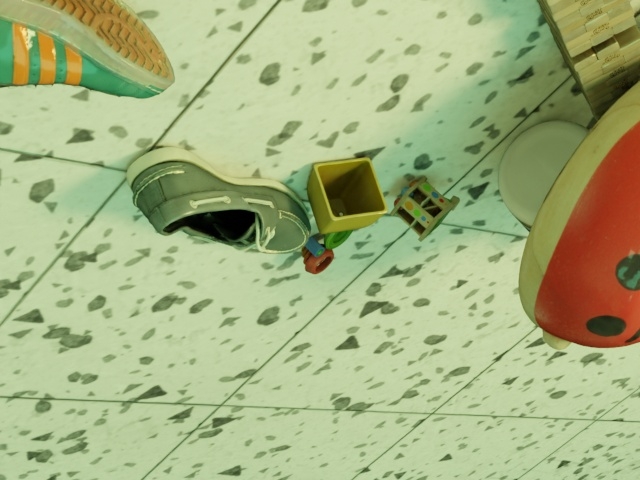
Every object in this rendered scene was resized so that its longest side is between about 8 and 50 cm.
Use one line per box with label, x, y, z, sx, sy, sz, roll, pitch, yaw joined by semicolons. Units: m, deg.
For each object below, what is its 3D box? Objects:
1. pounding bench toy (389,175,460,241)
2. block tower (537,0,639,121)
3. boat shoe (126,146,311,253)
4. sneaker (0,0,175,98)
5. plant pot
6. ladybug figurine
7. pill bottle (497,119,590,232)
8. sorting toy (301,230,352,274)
pounding bench toy;0.144;-0.052;2.042;0.083;0.065;0.052;-39;168;-46
block tower;0.322;-0.261;1.789;0.091;0.097;0.335;-28;149;8
boat shoe;-0.113;-0.021;1.867;0.116;0.099;0.319;-36;148;21
sneaker;-0.281;-0.198;1.463;0.121;0.108;0.302;-39;139;27
plant pot;0.026;-0.049;1.944;0.081;0.081;0.083;-8;158;-25
ladybug figurine;0.424;-0.028;1.897;0.305;0.162;0.449;6;123;-41
pill bottle;0.358;-0.050;2.095;0.153;0.153;0.265;-31;149;13
sorting toy;0.000;0.000;2.051;0.061;0.042;0.102;-10;140;-52
